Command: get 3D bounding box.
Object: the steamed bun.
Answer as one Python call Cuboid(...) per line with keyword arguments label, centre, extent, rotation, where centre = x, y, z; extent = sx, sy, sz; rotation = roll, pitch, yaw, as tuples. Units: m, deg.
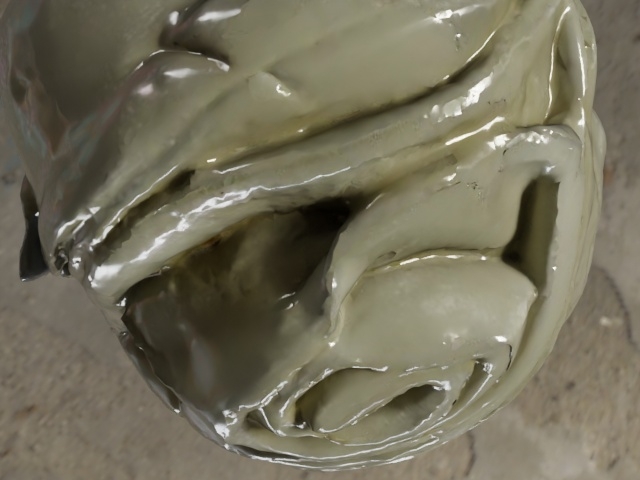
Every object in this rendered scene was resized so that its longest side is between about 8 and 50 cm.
Cuboid(label="steamed bun", centre=(-0.002, 0.000, 0.557), extent=(0.211, 0.144, 0.218), rotation=(-6, 139, 2))
